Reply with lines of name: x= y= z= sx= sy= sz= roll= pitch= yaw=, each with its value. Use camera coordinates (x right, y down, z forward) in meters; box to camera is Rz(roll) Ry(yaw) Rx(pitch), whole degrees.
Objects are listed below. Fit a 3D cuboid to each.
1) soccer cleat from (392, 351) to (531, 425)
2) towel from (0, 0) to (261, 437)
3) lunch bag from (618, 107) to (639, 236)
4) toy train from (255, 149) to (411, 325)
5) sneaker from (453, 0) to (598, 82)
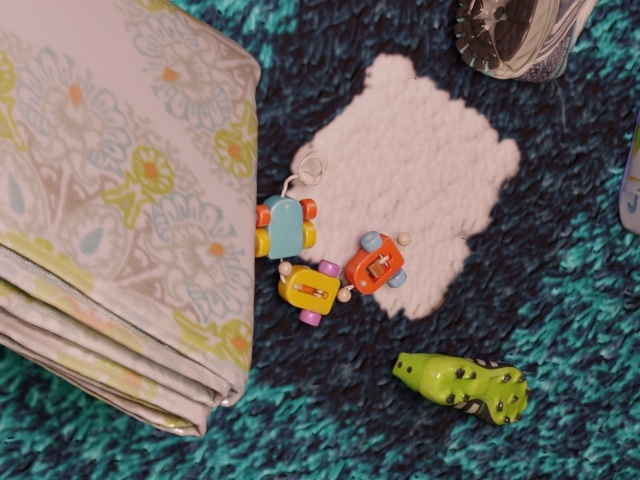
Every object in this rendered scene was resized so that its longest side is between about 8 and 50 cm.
soccer cleat: x=0.135 y=0.131 z=1.761 sx=0.179 sy=0.072 sz=0.060 roll=21 pitch=91 yaw=-54
towel: x=-0.184 y=-0.069 z=1.394 sx=0.320 sy=0.090 sz=0.374 roll=33 pitch=42 yaw=-35
lunch bag: x=0.390 y=-0.095 z=1.829 sx=0.176 sy=0.090 sz=0.219 roll=6 pitch=101 yaw=-34
toy train: x=0.000 y=0.000 z=1.657 sx=0.125 sy=0.046 sz=0.166 roll=-47 pitch=124 yaw=-12
sneaker: x=0.213 y=-0.273 z=1.687 sx=0.122 sy=0.110 sz=0.283 roll=17 pitch=97 yaw=-50
